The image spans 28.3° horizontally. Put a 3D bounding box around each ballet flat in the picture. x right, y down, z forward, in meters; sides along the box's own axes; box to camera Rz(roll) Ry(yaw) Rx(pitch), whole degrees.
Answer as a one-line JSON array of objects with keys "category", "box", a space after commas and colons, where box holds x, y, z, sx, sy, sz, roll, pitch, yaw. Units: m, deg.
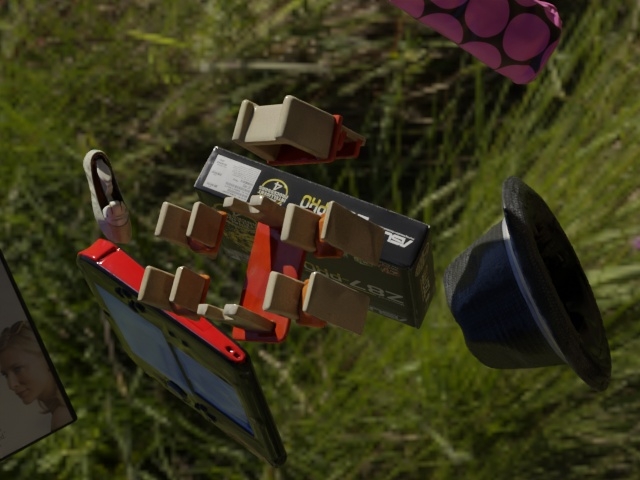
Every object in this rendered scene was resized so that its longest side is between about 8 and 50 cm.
[{"category": "ballet flat", "box": [-0.358, -0.072, 2.129, 0.052, 0.057, 0.168, -15, 96, 66]}]

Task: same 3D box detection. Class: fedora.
[{"category": "fedora", "box": [0.257, 0.078, 1.660, 0.334, 0.152, 0.334, 52, -158, -32]}]

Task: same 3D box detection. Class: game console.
[{"category": "game console", "box": [-0.208, 0.178, 1.931, 0.342, 0.060, 0.387, 37, 160, 26]}]

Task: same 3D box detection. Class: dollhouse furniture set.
[{"category": "dollhouse furniture set", "box": [-0.040, -0.014, 1.380, 0.262, 0.135, 0.259, 1, 72, 43]}]

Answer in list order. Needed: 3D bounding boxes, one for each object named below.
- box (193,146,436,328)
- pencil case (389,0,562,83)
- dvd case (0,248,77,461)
[{"category": "box", "box": [0.000, 0.000, 2.185, 0.318, 0.394, 0.097, 72, -140, -69]}, {"category": "pencil case", "box": [0.158, -0.252, 1.329, 0.098, 0.209, 0.095, -55, 26, 14]}, {"category": "dvd case", "box": [-0.436, 0.155, 1.608, 0.022, 0.180, 0.253, -15, 100, 58]}]
